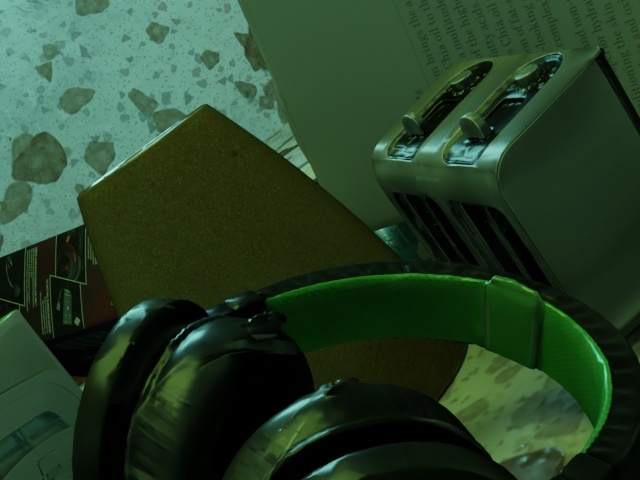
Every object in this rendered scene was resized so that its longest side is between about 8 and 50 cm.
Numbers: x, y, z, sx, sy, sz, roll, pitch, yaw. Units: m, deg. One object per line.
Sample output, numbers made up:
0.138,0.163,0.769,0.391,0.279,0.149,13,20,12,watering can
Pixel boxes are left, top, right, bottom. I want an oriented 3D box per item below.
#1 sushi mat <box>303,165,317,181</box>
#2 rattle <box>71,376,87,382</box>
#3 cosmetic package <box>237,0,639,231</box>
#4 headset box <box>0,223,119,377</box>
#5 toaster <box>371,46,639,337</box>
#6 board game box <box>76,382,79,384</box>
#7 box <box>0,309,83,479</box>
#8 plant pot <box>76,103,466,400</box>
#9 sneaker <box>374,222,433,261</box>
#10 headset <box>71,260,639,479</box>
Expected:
0.044,-0.174,1.871,0.316,0.019,0.151,-41,13,-23,sushi mat
-0.346,0.239,1.323,0.199,0.143,0.130,-105,36,-62,rattle
0.191,-0.188,0.771,0.453,0.230,0.161,-17,18,23,cosmetic package
-0.190,0.061,1.032,0.293,0.110,0.218,-18,-20,33,headset box
0.139,-0.023,0.637,0.110,0.185,0.168,-41,20,-12,toaster
-0.481,0.183,1.653,0.232,0.141,0.291,-36,11,0,board game box
-0.210,0.203,0.560,0.262,0.231,0.126,-29,14,32,box
-0.058,0.033,0.748,0.237,0.254,0.237,-35,10,7,plant pot
0.027,0.011,0.986,0.110,0.107,0.275,-51,17,-24,sneaker
-0.024,0.090,0.437,0.394,0.185,0.243,-28,33,-35,headset
